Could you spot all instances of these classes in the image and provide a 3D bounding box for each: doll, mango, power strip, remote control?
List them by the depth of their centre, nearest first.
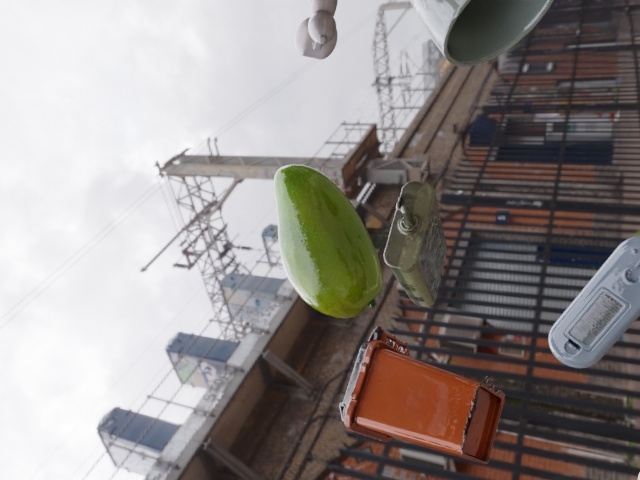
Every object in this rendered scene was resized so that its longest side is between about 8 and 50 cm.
[{"bbox_3d":[0.111,0.009,0.621,0.268,0.034,0.092,46,-121,-67],"label":"power strip"},{"bbox_3d":[0.005,-0.327,0.741,0.161,0.059,0.160,-100,22,-57],"label":"doll"},{"bbox_3d":[0.448,0.099,0.856,0.047,0.087,0.244,-6,-50,-54],"label":"remote control"},{"bbox_3d":[0.000,0.000,1.141,0.343,0.192,0.156,65,-166,3],"label":"mango"}]

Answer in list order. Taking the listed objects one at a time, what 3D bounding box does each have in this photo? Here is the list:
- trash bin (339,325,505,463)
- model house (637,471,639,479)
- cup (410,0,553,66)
[{"bbox_3d":[0.174,0.262,0.928,0.161,0.238,0.184,36,-113,-44],"label":"trash bin"},{"bbox_3d":[0.537,0.345,0.681,0.237,0.202,0.237,167,107,-77],"label":"model house"},{"bbox_3d":[0.221,-0.399,0.858,0.234,0.186,0.258,63,-173,24],"label":"cup"}]
